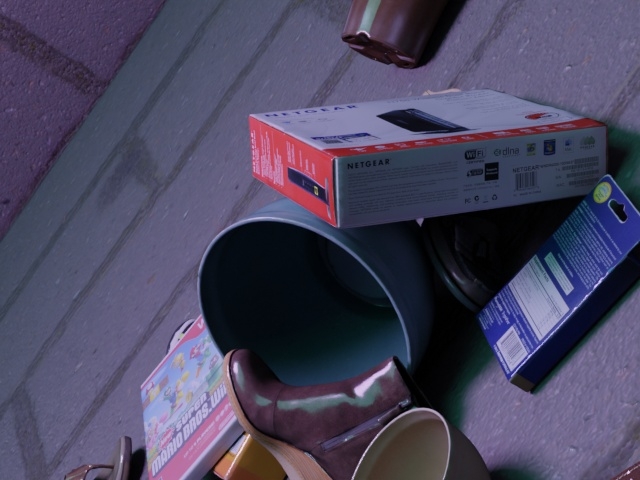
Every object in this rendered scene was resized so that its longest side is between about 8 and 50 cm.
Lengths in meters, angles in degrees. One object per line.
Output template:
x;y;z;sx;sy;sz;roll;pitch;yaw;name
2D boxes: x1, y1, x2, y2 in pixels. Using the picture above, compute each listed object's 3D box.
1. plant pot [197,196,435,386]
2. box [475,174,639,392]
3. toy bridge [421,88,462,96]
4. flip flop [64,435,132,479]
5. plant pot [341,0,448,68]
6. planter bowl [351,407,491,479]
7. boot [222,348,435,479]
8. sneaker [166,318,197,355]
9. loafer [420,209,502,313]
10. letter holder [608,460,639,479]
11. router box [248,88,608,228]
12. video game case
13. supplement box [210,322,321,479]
0.023;0.056;1.765;0.293;0.293;0.196;-33;8;42;plant pot
0.271;0.045;1.566;0.225;0.036;0.136;-50;26;17;box
0.185;-0.176;1.993;0.063;0.026;0.188;-52;26;9;toy bridge
-0.388;0.413;2.281;0.277;0.080;0.112;-45;28;26;flip flop
0.117;-0.362;2.194;0.167;0.167;0.165;11;78;64;plant pot
0.117;0.271;1.494;0.162;0.109;0.162;-41;30;30;planter bowl
0.016;0.189;1.682;0.207;0.248;0.090;-40;-13;25;boot
-0.178;0.215;2.164;0.097;0.084;0.234;-18;44;25;sneaker
0.176;-0.015;1.749;0.084;0.096;0.267;-42;26;17;loafer
0.306;0.310;1.061;0.214;0.152;0.301;-41;29;35;letter holder
0.117;-0.105;1.697;0.301;0.336;0.082;-147;52;-65;router box
-0.178;0.225;1.997;0.204;0.025;0.285;-50;27;19;video game case
-0.052;0.223;1.898;0.233;0.078;0.080;-59;22;-6;supplement box
